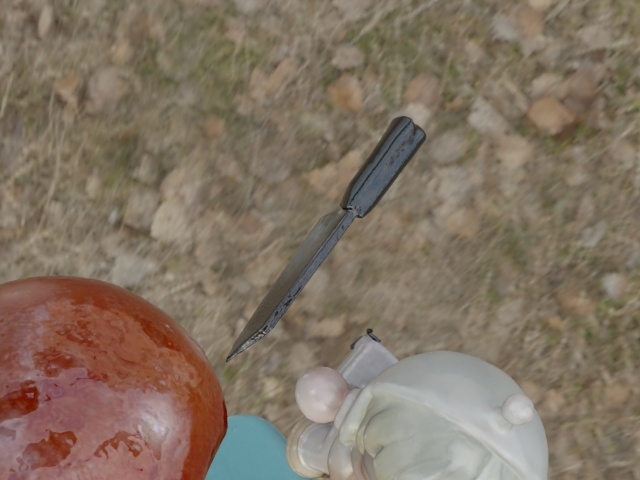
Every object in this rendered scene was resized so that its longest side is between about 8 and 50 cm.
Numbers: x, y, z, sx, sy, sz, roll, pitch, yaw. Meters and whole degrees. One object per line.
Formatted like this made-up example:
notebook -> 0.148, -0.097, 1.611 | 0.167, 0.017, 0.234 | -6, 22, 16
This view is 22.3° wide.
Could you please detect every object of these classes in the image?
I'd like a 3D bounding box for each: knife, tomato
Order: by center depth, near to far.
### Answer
tomato -> -0.135, 0.103, 0.761 | 0.151, 0.187, 0.187 | 30, 69, -2
knife -> 0.000, 0.000, 1.176 | 0.028, 0.060, 0.230 | 44, 66, -17

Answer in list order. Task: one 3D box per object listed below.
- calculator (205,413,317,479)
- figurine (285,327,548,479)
calculator -> -0.102, 0.316, 1.575 | 0.256, 0.054, 0.386 | -29, 38, -1
figurine -> 0.079, 0.142, 1.105 | 0.144, 0.257, 0.182 | -29, 98, -16
